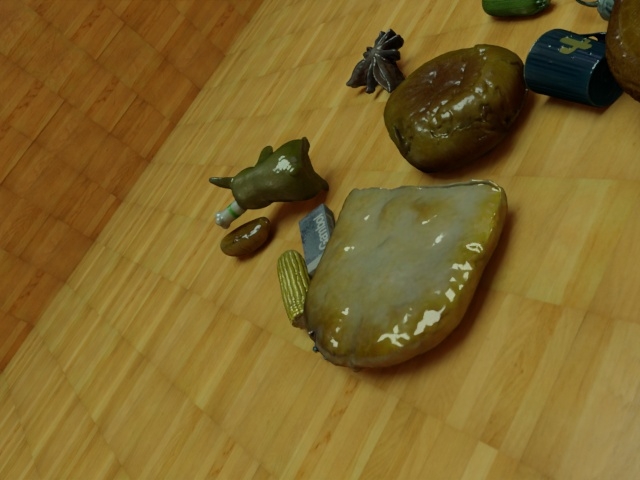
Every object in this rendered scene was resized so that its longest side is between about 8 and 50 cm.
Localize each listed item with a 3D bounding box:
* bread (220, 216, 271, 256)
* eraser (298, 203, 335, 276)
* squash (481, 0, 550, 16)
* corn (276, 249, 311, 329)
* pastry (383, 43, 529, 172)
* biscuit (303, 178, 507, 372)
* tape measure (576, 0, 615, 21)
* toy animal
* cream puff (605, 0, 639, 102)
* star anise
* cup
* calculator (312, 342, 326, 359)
[{"bbox_3d":[-0.219,-0.006,1.640,0.189,0.077,0.114,-22,23,27],"label":"bread"},{"bbox_3d":[0.000,0.000,1.399,0.092,0.046,0.212,-37,35,19],"label":"eraser"},{"bbox_3d":[0.489,-0.604,1.386,0.077,0.068,0.219,-25,28,-21],"label":"squash"},{"bbox_3d":[-0.057,0.116,1.324,0.081,0.081,0.248,-40,35,16],"label":"corn"},{"bbox_3d":[0.298,-0.307,1.244,0.356,0.164,0.355,-34,35,27],"label":"pastry"},{"bbox_3d":[0.151,0.059,1.111,0.430,0.104,0.445,-4,53,44],"label":"biscuit"},{"bbox_3d":[0.624,-0.529,1.133,0.164,0.084,0.330,-31,41,24],"label":"tape measure"},{"bbox_3d":[-0.162,-0.167,1.578,0.363,0.181,0.180,-14,17,35],"label":"toy animal"},{"bbox_3d":[0.608,-0.322,0.850,0.303,0.212,0.302,-31,46,38],"label":"cream puff"},{"bbox_3d":[0.181,-0.532,1.657,0.258,0.111,0.198,25,93,63],"label":"star anise"},{"bbox_3d":[0.517,-0.343,1.064,0.177,0.131,0.155,-34,38,-4],"label":"cup"},{"bbox_3d":[0.035,0.213,1.178,0.141,0.019,0.094,-15,46,43],"label":"calculator"}]
